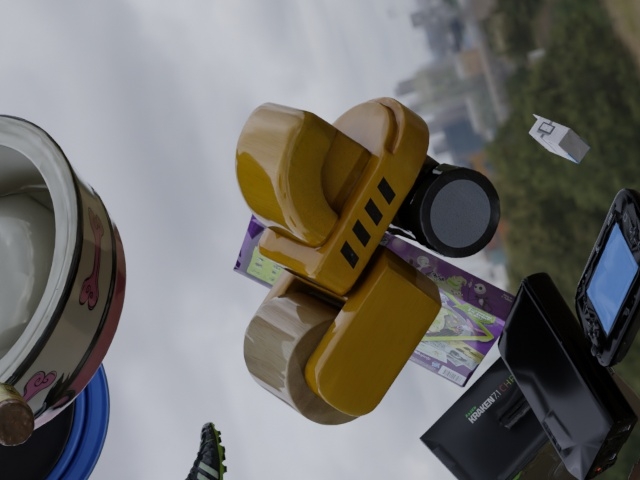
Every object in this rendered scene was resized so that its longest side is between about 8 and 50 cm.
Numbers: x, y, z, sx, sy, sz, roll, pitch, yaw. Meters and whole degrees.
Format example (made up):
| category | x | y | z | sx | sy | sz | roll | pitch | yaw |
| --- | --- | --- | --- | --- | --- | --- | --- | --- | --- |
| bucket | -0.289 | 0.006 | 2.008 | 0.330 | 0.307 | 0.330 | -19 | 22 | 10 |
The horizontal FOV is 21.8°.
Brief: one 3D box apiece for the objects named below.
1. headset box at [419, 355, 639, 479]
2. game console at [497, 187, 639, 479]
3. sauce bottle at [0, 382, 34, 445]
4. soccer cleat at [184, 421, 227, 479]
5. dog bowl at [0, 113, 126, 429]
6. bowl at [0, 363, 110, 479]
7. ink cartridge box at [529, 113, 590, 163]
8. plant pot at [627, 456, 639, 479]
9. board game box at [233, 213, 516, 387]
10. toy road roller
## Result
| category | x | y | z | sx | sy | sz | roll | pitch | yaw |
| --- | --- | --- | --- | --- | --- | --- | --- | --- | --- |
| headset box | 0.290 | 0.242 | 2.215 | 0.131 | 0.246 | 0.283 | 46 | -178 | 27 |
| game console | 0.291 | 0.083 | 1.793 | 0.361 | 0.044 | 0.213 | 104 | 146 | -46 |
| sauce bottle | -0.280 | 0.145 | 1.452 | 0.128 | 0.042 | 0.042 | 26 | 137 | 66 |
| soccer cleat | -0.165 | 0.337 | 2.317 | 0.060 | 0.072 | 0.179 | 94 | 172 | -62 |
| dog bowl | -0.407 | 0.061 | 1.992 | 0.150 | 0.408 | 0.408 | 37 | -146 | -51 |
| bowl | -0.506 | 0.249 | 2.447 | 0.077 | 0.391 | 0.391 | 3 | 112 | 61 |
| ink cartridge box | 0.307 | -0.133 | 2.168 | 0.048 | 0.028 | 0.083 | 37 | 177 | -33 |
| plant pot | 0.464 | 0.256 | 2.010 | 0.167 | 0.167 | 0.165 | 55 | -128 | -72 |
| board game box | 0.064 | 0.056 | 2.121 | 0.056 | 0.346 | 0.208 | -62 | -2 | -26 |
| toy road roller | 0.000 | 0.000 | 1.722 | 0.240 | 0.329 | 0.202 | 33 | 175 | -25 |
